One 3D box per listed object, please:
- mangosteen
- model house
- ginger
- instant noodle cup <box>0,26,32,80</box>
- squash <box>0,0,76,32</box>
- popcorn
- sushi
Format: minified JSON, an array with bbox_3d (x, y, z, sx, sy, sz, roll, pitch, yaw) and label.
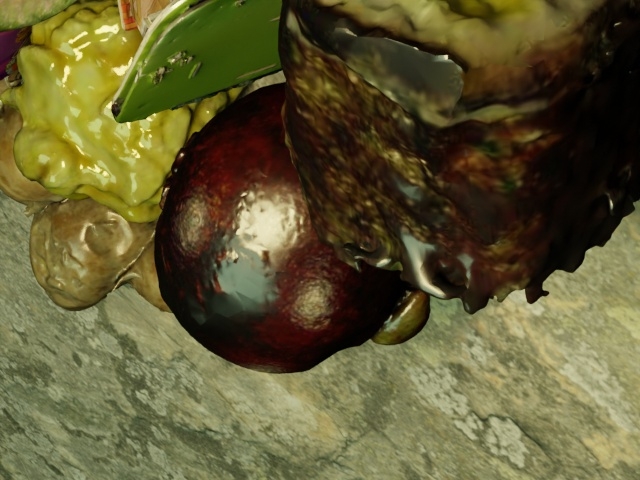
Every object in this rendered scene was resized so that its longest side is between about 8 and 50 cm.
[{"bbox_3d":[-0.019,-0.001,1.682,0.293,0.297,0.297,47,148,1],"label":"mangosteen"},{"bbox_3d":[-0.064,-0.245,1.494,0.154,0.294,0.207,60,150,14],"label":"model house"},{"bbox_3d":[-0.269,-0.062,2.013,0.256,0.176,0.375,-21,109,37],"label":"ginger"},{"bbox_3d":[-0.394,-0.285,1.835,0.251,0.251,0.190,40,157,7],"label":"instant noodle cup"},{"bbox_3d":[-0.344,-0.395,1.587,0.309,0.310,0.310,35,147,19],"label":"squash"},{"bbox_3d":[-0.203,-0.140,1.811,0.255,0.195,0.256,-22,108,17],"label":"popcorn"},{"bbox_3d":[0.129,-0.132,1.362,0.281,0.299,0.294,44,153,39],"label":"sushi"}]
